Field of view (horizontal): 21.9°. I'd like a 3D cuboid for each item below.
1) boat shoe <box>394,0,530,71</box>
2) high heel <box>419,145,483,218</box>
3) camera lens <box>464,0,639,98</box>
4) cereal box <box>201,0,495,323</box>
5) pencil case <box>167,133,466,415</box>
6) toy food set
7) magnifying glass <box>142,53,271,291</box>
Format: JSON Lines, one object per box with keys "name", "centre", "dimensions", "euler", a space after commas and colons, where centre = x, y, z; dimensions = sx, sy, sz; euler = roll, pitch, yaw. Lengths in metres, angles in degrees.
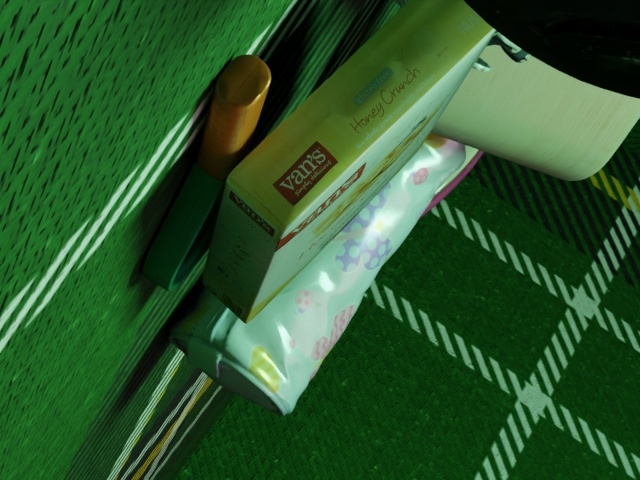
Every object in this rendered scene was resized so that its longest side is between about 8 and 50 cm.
{"name": "boat shoe", "centre": [0.091, -0.152, 0.995], "dimensions": [0.079, 0.095, 0.254], "euler": [-44, 165, 20]}
{"name": "high heel", "centre": [0.100, -0.098, 1.558], "dimensions": [0.377, 0.127, 0.181], "euler": [-58, 168, -40]}
{"name": "camera lens", "centre": [0.171, -0.208, 0.680], "dimensions": [0.274, 0.219, 0.219], "euler": [-54, 177, -32]}
{"name": "cereal box", "centre": [0.011, -0.047, 0.935], "dimensions": [0.173, 0.047, 0.240], "euler": [-45, 176, -14]}
{"name": "pencil case", "centre": [0.000, 0.000, 1.266], "dimensions": [0.273, 0.113, 0.124], "euler": [-55, 169, -11]}
{"name": "toy food set", "centre": [0.165, -0.192, 1.166], "dimensions": [0.306, 0.220, 0.092], "euler": [-58, -144, 22]}
{"name": "magnifying glass", "centre": [-0.056, -0.036, 0.866], "dimensions": [0.092, 0.026, 0.231], "euler": [-54, 179, -22]}
